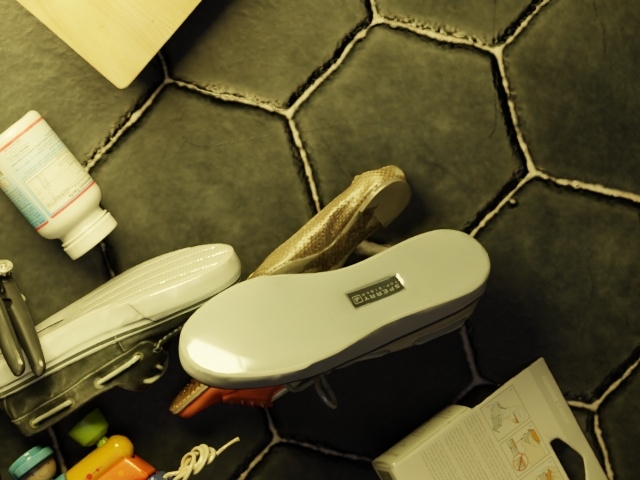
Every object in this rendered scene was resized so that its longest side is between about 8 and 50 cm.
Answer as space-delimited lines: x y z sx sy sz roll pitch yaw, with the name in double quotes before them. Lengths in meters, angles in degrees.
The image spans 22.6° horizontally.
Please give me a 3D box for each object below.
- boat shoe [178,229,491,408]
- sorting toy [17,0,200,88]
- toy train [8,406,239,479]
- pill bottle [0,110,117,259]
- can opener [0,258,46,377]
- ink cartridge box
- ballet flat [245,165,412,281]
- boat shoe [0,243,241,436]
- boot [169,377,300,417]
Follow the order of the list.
"boat shoe" 0.015 0.105 1.813 0.367 0.156 0.136 -20 57 -18
"sorting toy" -0.229 -0.346 1.750 0.257 0.089 0.255 41 95 -9
"toy train" -0.232 0.251 1.856 0.248 0.105 0.143 -39 87 3
"pill bottle" -0.304 -0.060 1.796 0.087 0.087 0.160 -38 100 3
"can opener" -0.349 0.085 1.789 0.059 0.186 0.073 -8 133 -35
"ink cartridge box" 0.224 0.313 1.910 0.239 0.060 0.275 -33 101 -23
"ballet flat" 0.000 0.000 1.845 0.250 0.058 0.084 -43 138 9
"boat shoe" -0.225 0.115 1.829 0.335 0.121 0.119 -26 108 12
"boot" -0.097 0.174 1.867 0.158 0.059 0.085 -32 105 1
